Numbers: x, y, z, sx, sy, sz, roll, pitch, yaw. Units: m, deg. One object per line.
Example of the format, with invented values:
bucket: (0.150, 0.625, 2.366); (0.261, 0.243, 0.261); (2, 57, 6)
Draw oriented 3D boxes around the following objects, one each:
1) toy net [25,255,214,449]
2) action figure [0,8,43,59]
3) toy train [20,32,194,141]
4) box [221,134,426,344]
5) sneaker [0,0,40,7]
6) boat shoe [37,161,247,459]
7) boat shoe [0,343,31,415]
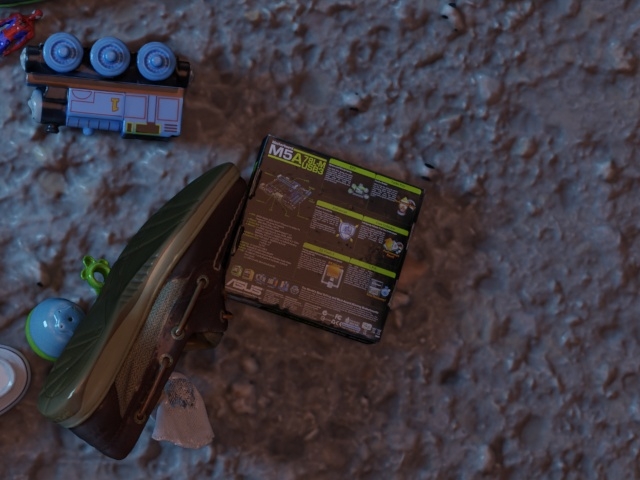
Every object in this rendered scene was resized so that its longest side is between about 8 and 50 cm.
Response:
toy net: (-0.199, 0.130, 1.589); (0.232, 0.045, 0.122); (45, 52, -8)
action figure: (-0.344, -0.212, 1.593); (0.115, 0.030, 0.038); (-40, 89, -15)
toy train: (-0.228, -0.162, 1.589); (0.184, 0.080, 0.105); (4, 90, -12)
box: (0.000, 0.000, 1.640); (0.191, 0.045, 0.184); (18, 79, -9)
sneaker: (-0.404, -0.343, 1.484); (0.483, 0.202, 0.185); (-2, 85, -25)
boat shoe: (-0.156, 0.072, 1.546); (0.123, 0.123, 0.342); (42, 56, -21)
boat shoe: (-0.421, 0.163, 1.512); (0.258, 0.084, 0.095); (-16, 88, -13)
